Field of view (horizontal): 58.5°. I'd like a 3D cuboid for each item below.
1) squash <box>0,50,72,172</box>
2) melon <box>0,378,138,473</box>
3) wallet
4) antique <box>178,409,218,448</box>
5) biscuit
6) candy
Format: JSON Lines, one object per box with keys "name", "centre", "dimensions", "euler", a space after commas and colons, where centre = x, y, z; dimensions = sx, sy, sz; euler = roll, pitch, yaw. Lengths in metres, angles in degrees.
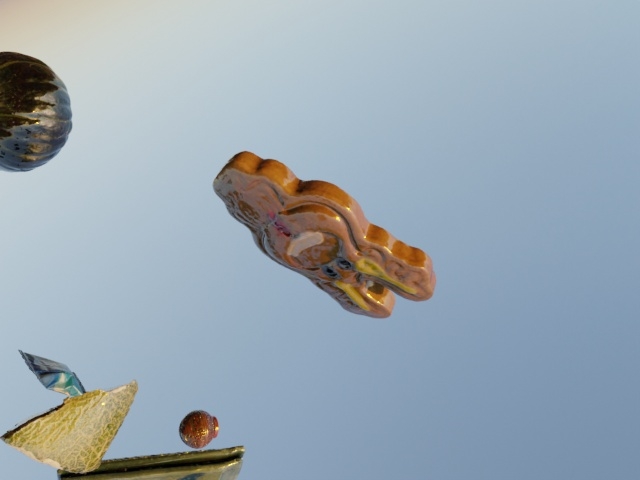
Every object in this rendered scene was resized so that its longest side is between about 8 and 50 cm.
{"name": "squash", "centre": [-0.478, -0.197, 0.897], "dimensions": [0.193, 0.156, 0.193], "euler": [-4, -100, 20]}
{"name": "melon", "centre": [-0.377, 0.297, 0.901], "dimensions": [0.203, 0.139, 0.093], "euler": [-20, -169, -20]}
{"name": "wallet", "centre": [-0.334, 0.495, 1.123], "dimensions": [0.342, 0.237, 0.075], "euler": [2, -134, -24]}
{"name": "antique", "centre": [-0.325, 0.499, 1.510], "dimensions": [0.104, 0.104, 0.104], "euler": [-17, -147, 11]}
{"name": "biscuit", "centre": [-0.001, 0.003, 0.701], "dimensions": [0.186, 0.295, 0.044], "euler": [-41, -160, 51]}
{"name": "candy", "centre": [-0.498, 0.251, 1.073], "dimensions": [0.038, 0.136, 0.088], "euler": [-47, -131, -5]}
